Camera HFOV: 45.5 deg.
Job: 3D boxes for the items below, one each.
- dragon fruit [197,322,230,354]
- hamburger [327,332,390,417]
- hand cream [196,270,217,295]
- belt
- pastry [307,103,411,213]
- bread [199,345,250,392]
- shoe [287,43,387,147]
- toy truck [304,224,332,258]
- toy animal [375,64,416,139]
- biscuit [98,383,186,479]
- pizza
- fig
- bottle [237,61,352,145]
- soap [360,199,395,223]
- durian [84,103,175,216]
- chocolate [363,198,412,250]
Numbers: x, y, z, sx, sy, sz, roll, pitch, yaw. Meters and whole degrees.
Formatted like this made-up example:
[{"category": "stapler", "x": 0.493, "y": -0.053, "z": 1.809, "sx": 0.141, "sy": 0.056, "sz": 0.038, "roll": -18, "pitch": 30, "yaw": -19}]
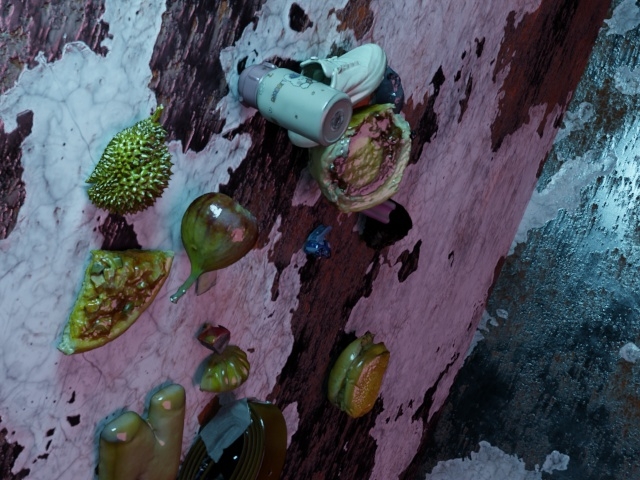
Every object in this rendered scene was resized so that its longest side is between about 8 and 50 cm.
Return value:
[{"category": "dragon fruit", "x": -0.241, "y": 0.220, "z": 1.745, "sx": 0.060, "sy": 0.056, "sz": 0.083, "roll": -54, "pitch": 155, "yaw": -16}, {"category": "hamburger", "x": 0.105, "y": 0.429, "z": 2.428, "sx": 0.156, "sy": 0.144, "sz": 0.283, "roll": 3, "pitch": 108, "yaw": -50}, {"category": "hand cream", "x": -0.240, "y": 0.055, "z": 1.639, "sx": 0.061, "sy": 0.039, "sz": 0.143, "roll": -38, "pitch": 147, "yaw": -45}, {"category": "belt", "x": -0.215, "y": 0.551, "z": 1.890, "sx": 0.339, "sy": 0.217, "sz": 0.122, "roll": -61, "pitch": 146, "yaw": 0}, {"category": "pastry", "x": 0.082, "y": -0.207, "z": 1.831, "sx": 0.256, "sy": 0.170, "sz": 0.237, "roll": -31, "pitch": 133, "yaw": -25}, {"category": "bread", "x": -0.221, "y": 0.314, "z": 1.821, "sx": 0.157, "sy": 0.094, "sz": 0.083, "roll": -19, "pitch": 132, "yaw": -44}, {"category": "shoe", "x": 0.022, "y": -0.359, "z": 1.679, "sx": 0.316, "sy": 0.124, "sz": 0.159, "roll": -54, "pitch": 144, "yaw": -20}, {"category": "toy truck", "x": 0.000, "y": 0.000, "z": 1.997, "sx": 0.073, "sy": 0.056, "sz": 0.090, "roll": 23, "pitch": 79, "yaw": -57}, {"category": "toy animal", "x": 0.166, "y": -0.353, "z": 1.998, "sx": 0.117, "sy": 0.121, "sz": 0.210, "roll": -18, "pitch": 123, "yaw": 3}, {"category": "biscuit", "x": -0.391, "y": 0.473, "z": 1.682, "sx": 0.237, "sy": 0.062, "sz": 0.291, "roll": -25, "pitch": 134, "yaw": -52}, {"category": "pizza", "x": -0.373, "y": 0.091, "z": 1.408, "sx": 0.292, "sy": 0.058, "sz": 0.197, "roll": -45, "pitch": 146, "yaw": -34}, {"category": "fig", "x": -0.233, "y": 0.007, "z": 1.525, "sx": 0.230, "sy": 0.143, "sz": 0.160, "roll": -41, "pitch": 154, "yaw": 10}, {"category": "bottle", "x": -0.059, "y": -0.271, "z": 1.475, "sx": 0.110, "sy": 0.233, "sz": 0.110, "roll": -39, "pitch": 145, "yaw": -35}, {"category": "soap", "x": 0.105, "y": -0.108, "z": 2.015, "sx": 0.203, "sy": 0.122, "sz": 0.065, "roll": 18, "pitch": 97, "yaw": -61}, {"category": "durian", "x": -0.301, "y": -0.133, "z": 1.314, "sx": 0.146, "sy": 0.102, "sz": 0.208, "roll": 26, "pitch": 85, "yaw": -57}, {"category": "chocolate", "x": 0.172, "y": -0.033, "z": 2.220, "sx": 0.156, "sy": 0.156, "sz": 0.133, "roll": -29, "pitch": 163, "yaw": -48}]
